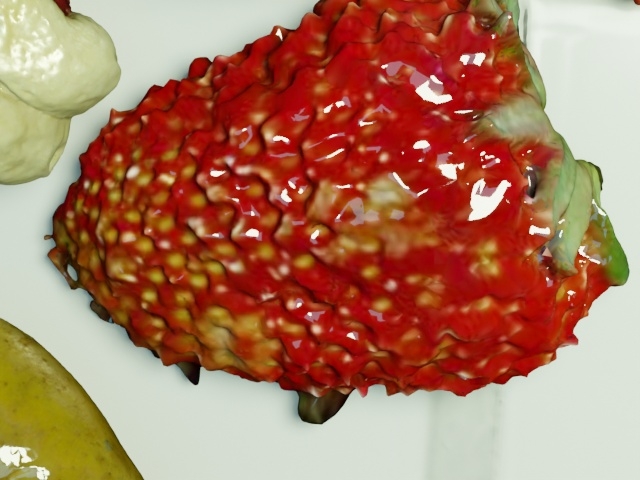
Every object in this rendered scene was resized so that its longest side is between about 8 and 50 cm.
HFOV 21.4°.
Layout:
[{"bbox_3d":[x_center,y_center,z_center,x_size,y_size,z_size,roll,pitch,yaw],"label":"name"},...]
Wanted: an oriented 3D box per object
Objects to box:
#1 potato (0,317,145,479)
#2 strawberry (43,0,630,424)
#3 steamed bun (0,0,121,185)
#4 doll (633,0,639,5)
[{"bbox_3d":[-0.174,0.200,0.954,0.195,0.176,0.369,-22,89,49],"label":"potato"},{"bbox_3d":[0.000,0.000,0.907,0.306,0.138,0.233,-23,98,7],"label":"strawberry"},{"bbox_3d":[-0.189,-0.105,0.904,0.155,0.141,0.172,37,97,-6],"label":"steamed bun"},{"bbox_3d":[0.325,-0.245,0.861,0.384,0.099,0.188,-13,99,13],"label":"doll"}]
